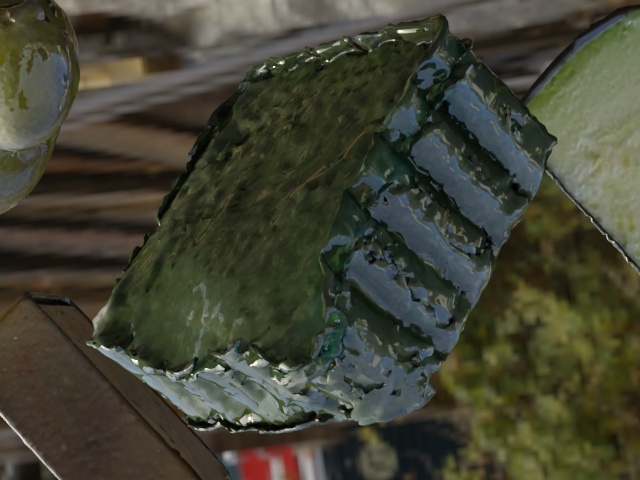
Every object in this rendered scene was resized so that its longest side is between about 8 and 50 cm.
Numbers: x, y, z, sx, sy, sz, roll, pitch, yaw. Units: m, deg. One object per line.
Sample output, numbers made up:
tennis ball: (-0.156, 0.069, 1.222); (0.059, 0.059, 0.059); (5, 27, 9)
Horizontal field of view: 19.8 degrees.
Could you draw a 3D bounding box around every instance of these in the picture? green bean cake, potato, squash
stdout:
green bean cake: (0.000, 0.000, 1.135); (0.241, 0.255, 0.132); (-6, 140, 49)
potato: (-0.346, -0.137, 1.828); (0.202, 0.218, 0.351); (36, 137, -14)
squash: (0.226, -0.065, 1.238); (0.184, 0.192, 0.085); (-44, -173, -19)

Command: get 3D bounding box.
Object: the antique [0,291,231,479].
antique: (-0.136, 0.177, 1.398); (0.087, 0.310, 0.093); (-46, 167, 6)
